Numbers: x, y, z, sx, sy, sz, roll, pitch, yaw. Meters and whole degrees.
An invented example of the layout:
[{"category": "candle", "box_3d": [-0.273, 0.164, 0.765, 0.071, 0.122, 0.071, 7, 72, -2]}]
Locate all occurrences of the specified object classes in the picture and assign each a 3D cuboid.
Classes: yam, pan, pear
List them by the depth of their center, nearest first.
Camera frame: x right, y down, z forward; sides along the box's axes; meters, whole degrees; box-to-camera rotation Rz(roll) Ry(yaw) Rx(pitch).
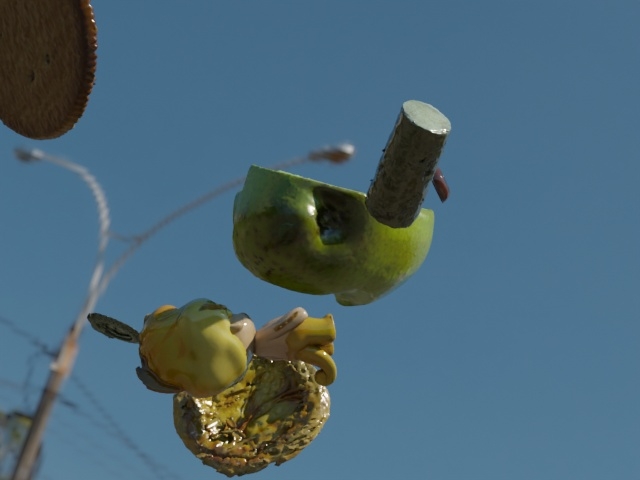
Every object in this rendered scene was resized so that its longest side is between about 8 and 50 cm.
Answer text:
[{"category": "yam", "box_3d": [0.110, -0.097, 2.049, 0.078, 0.078, 0.179, 17, -47, -1]}, {"category": "pear", "box_3d": [0.000, 0.000, 2.366, 0.286, 0.176, 0.282, 14, 0, 12]}, {"category": "pan", "box_3d": [0.189, -0.114, 2.727, 0.023, 0.115, 0.068, -27, -35, 5]}]

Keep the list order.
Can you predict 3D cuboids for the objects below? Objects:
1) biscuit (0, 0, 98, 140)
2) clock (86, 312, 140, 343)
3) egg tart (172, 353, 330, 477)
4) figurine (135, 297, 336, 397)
[{"category": "biscuit", "box_3d": [-0.385, -0.281, 2.174, 0.038, 0.305, 0.305, -15, 1, -41]}, {"category": "clock", "box_3d": [-0.275, 0.119, 2.207, 0.083, 0.010, 0.074, 15, -25, 18]}, {"category": "egg tart", "box_3d": [-0.105, 0.261, 2.490, 0.232, 0.252, 0.098, 27, -34, 21]}, {"category": "figurine", "box_3d": [-0.105, 0.131, 2.009, 0.246, 0.131, 0.156, -6, -36, -5]}]
